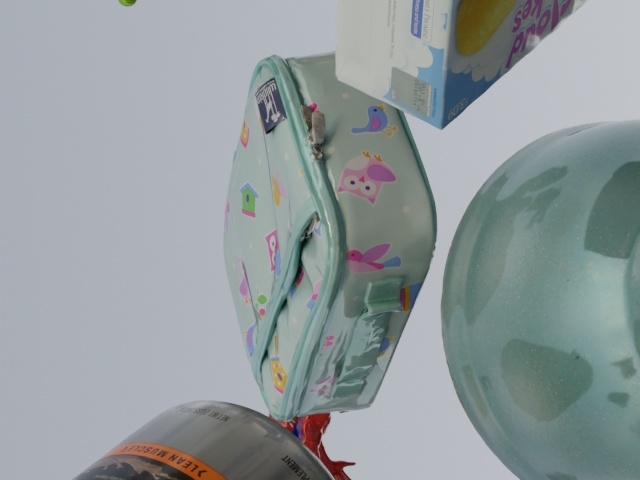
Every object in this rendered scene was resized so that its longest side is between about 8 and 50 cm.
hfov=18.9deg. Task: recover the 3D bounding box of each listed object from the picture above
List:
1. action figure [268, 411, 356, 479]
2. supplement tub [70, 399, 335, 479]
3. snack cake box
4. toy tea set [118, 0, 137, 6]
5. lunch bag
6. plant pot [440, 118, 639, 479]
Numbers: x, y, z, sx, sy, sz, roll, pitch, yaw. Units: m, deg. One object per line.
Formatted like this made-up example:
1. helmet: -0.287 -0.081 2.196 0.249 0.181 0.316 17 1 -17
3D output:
1. action figure: -0.058 0.216 1.630 0.280 0.091 0.139 -33 -71 -11
2. supplement tub: -0.140 0.267 1.248 0.338 0.207 0.207 -37 -67 -41
3. snack cake box: 0.122 -0.207 1.218 0.264 0.089 0.152 -42 -32 -35
4. toy tea set: -0.092 -0.263 1.607 0.200 0.336 0.124 -12 -93 -27
5. lunch bag: 0.000 0.000 1.494 0.107 0.279 0.224 -4 -126 -15
6. plant pot: 0.257 0.047 1.331 0.293 0.196 0.293 3 -97 -21
